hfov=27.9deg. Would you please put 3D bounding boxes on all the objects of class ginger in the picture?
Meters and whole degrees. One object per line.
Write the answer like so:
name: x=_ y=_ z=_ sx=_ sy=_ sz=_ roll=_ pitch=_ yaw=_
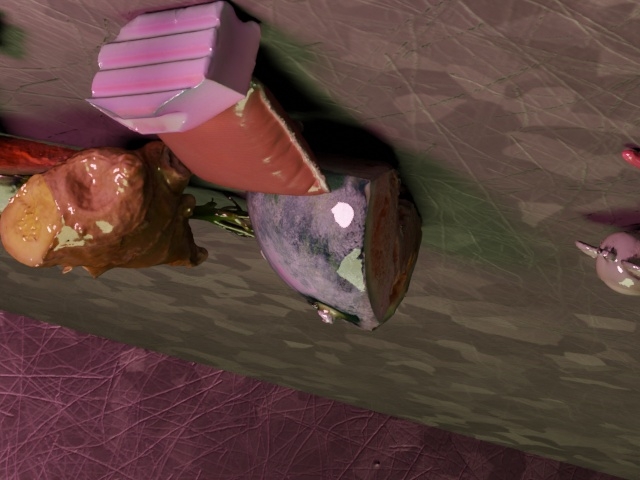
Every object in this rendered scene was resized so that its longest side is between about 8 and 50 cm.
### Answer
ginger: x=-0.224 y=-0.032 z=1.509 sx=0.219 sy=0.123 sz=0.270 roll=-40 pitch=157 yaw=24

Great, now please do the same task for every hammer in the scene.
hammer: x=0.311 y=-0.063 z=1.182 sx=0.083 sy=0.031 sz=0.052 roll=25 pitch=159 yaw=-17

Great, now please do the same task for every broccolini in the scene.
broccolini: x=-0.121 y=-0.018 z=1.653 sx=0.271 sy=0.062 sz=0.123 roll=3 pitch=148 yaw=16

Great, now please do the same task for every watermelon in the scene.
watermelon: x=-0.001 y=0.006 z=1.417 sx=0.188 sy=0.175 sz=0.322 roll=7 pitch=163 yaw=18
watermelon: x=-0.378 y=-0.086 z=1.543 sx=0.245 sy=0.119 sz=0.063 roll=5 pitch=131 yaw=4

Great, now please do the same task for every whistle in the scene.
whistle: x=0.385 y=0.035 z=1.400 sx=0.236 sy=0.077 sz=0.114 roll=16 pitch=-174 yaw=-34

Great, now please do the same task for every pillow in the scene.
pillow: x=-0.088 y=-0.111 z=1.236 sx=0.171 sy=0.075 sz=0.179 roll=8 pitch=154 yaw=33

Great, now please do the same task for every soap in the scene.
soap: x=-0.130 y=-0.145 z=1.113 sx=0.149 sy=0.100 sz=0.056 roll=-1 pitch=160 yaw=40
